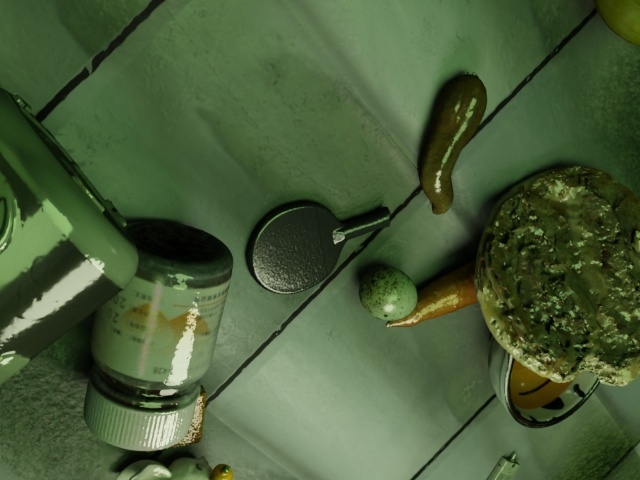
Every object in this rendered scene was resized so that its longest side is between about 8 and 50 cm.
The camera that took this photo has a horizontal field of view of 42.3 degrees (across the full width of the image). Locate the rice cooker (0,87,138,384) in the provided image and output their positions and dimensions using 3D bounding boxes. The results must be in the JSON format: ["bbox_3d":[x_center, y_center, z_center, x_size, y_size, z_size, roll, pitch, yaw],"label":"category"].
[{"bbox_3d":[-0.373,0.002,0.890,0.277,0.288,0.288,-37,126,-7],"label":"rice cooker"}]

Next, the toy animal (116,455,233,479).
[{"bbox_3d":[-0.207,0.385,1.274,0.127,0.131,0.181,-45,120,-29],"label":"toy animal"}]

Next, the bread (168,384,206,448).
[{"bbox_3d":[-0.221,0.268,1.254,0.090,0.035,0.094,-4,115,-28],"label":"bread"}]

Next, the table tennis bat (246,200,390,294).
[{"bbox_3d":[0.000,0.000,1.248,0.236,0.027,0.150,-20,122,-18],"label":"table tennis bat"}]

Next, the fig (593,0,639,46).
[{"bbox_3d":[0.546,-0.376,1.218,0.271,0.239,0.239,39,93,4],"label":"fig"}]

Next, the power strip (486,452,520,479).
[{"bbox_3d":[0.368,0.496,1.711,0.051,0.019,0.136,27,99,-34],"label":"power strip"}]

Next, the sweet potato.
[{"bbox_3d":[0.196,-0.142,1.265,0.081,0.062,0.233,-1,117,-31],"label":"sweet potato"}]

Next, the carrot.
[{"bbox_3d":[0.198,0.101,1.384,0.205,0.072,0.072,-26,124,-15],"label":"carrot"}]

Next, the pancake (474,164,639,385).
[{"bbox_3d":[0.423,0.062,1.373,0.382,0.071,0.382,4,75,-14],"label":"pancake"}]

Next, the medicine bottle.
[{"bbox_3d":[-0.219,0.124,1.100,0.165,0.165,0.273,3,112,-30],"label":"medicine bottle"}]

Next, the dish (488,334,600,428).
[{"bbox_3d":[0.400,0.191,1.505,0.303,0.120,0.303,-13,116,-28],"label":"dish"}]

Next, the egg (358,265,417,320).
[{"bbox_3d":[0.110,0.085,1.315,0.110,0.085,0.085,19,104,-40],"label":"egg"}]
